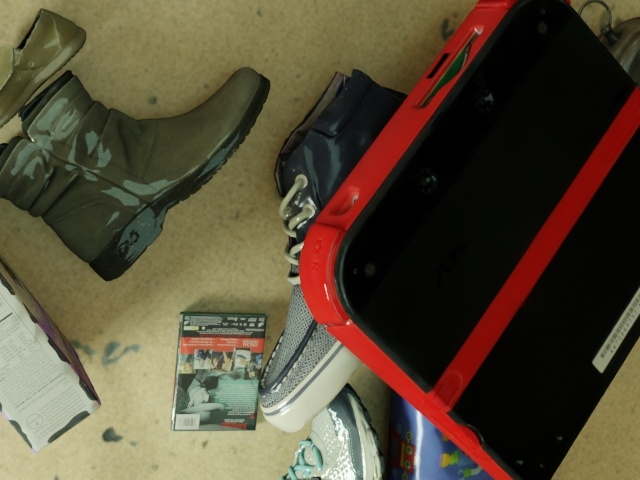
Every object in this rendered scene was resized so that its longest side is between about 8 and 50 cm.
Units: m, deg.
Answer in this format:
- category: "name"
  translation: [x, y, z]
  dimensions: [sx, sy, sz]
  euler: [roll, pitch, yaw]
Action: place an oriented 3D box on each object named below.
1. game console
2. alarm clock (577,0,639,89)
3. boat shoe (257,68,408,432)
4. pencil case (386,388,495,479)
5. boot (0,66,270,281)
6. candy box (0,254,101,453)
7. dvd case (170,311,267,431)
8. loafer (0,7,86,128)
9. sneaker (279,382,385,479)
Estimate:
- category: "game console"
  translation: [0.189, -0.007, 1.104]
  dimensions: [0.342, 0.060, 0.386]
  euler: [44, 73, -25]
- category: "alarm clock"
  translation: [0.331, -0.176, 1.209]
  dimensions: [0.192, 0.064, 0.129]
  euler: [39, 88, -18]
- category: "boat shoe"
  translation: [0.000, 0.000, 1.113]
  dimensions: [0.158, 0.127, 0.340]
  euler: [34, 81, -17]
- category: "pencil case"
  translation: [0.131, 0.205, 1.193]
  dimensions: [0.133, 0.119, 0.306]
  euler: [-3, 102, -28]
- category: "boot"
  translation: [-0.172, -0.097, 1.053]
  dimensions: [0.161, 0.083, 0.246]
  euler: [43, 85, -15]
- category: "candy box"
  translation: [-0.280, 0.063, 1.002]
  dimensions: [0.070, 0.165, 0.196]
  euler: [-37, 110, -9]
- category: "dvd case"
  translation: [-0.100, 0.129, 1.157]
  dimensions: [0.087, 0.013, 0.119]
  euler: [2, 100, -18]
- category: "loafer"
  translation: [-0.269, -0.143, 1.024]
  dimensions: [0.148, 0.056, 0.050]
  euler: [-48, 111, -14]
- category: "sneaker"
  translation: [-0.006, 0.274, 1.170]
  dimensions: [0.122, 0.110, 0.283]
  euler: [-3, 102, -14]
